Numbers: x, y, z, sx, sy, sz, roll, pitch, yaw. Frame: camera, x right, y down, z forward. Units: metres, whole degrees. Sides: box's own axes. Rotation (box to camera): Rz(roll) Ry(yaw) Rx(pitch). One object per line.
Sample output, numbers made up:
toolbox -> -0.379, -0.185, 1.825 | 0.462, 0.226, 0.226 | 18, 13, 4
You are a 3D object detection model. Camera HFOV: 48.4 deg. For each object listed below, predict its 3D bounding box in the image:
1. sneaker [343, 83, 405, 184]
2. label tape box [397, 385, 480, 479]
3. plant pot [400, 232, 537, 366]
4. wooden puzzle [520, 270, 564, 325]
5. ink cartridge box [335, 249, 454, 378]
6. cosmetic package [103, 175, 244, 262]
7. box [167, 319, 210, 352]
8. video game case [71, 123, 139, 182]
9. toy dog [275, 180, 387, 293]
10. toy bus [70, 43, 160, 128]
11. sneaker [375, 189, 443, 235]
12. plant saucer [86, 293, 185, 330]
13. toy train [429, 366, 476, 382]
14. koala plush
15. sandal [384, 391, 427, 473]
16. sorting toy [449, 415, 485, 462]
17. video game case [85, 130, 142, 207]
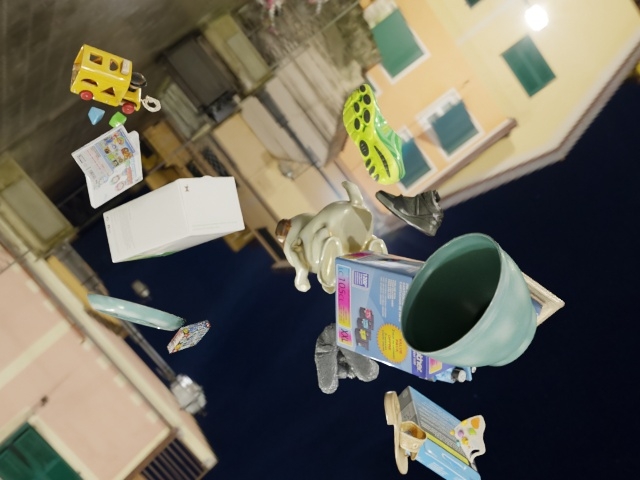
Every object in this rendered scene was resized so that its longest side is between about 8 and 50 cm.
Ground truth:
sneaker -> 0.152, -0.288, 1.977 | 0.109, 0.296, 0.123 | -24, 168, 31
label tape box -> 0.368, 0.661, 2.301 | 0.115, 0.249, 0.348 | -49, -164, 18
plant pot -> 0.346, 0.158, 1.564 | 0.293, 0.196, 0.293 | -42, -153, 28
wooden puzzle -> 0.461, 0.183, 2.038 | 0.080, 0.322, 0.348 | -55, 180, -41
ink cartridge box -> 0.224, 0.190, 1.888 | 0.151, 0.270, 0.395 | -15, -162, -42
cosmetic package -> -0.404, -0.056, 1.937 | 0.365, 0.155, 0.197 | -15, 175, 43
box -> -0.399, 0.291, 2.156 | 0.094, 0.027, 0.137 | -14, 158, -37
video game case -> -0.461, -0.187, 1.536 | 0.122, 0.087, 0.011 | -34, -128, -11
toy dog -> 0.000, 0.000, 2.521 | 0.284, 0.396, 0.408 | -8, -176, -32
toy bus -> -0.478, -0.378, 1.665 | 0.104, 0.191, 0.202 | -41, 180, 44
sneaker -> 0.287, -0.120, 2.230 | 0.130, 0.227, 0.087 | -59, 160, -2
plant saucer -> -0.580, 0.230, 2.235 | 0.317, 0.317, 0.044 | -13, -120, 63
toy train -> 0.402, 0.406, 2.285 | 0.184, 0.080, 0.105 | 8, -146, 36
koala plush -> 0.086, 0.366, 2.276 | 0.196, 0.203, 0.221 | -19, 167, 10
sandal -> 0.218, 0.472, 1.733 | 0.079, 0.240, 0.088 | -8, -156, 17
sorting toy -> 0.313, 0.420, 1.488 | 0.083, 0.044, 0.075 | -57, -139, 38
video game case -> -0.478, -0.163, 1.653 | 0.143, 0.019, 0.157 | -39, 157, -32
